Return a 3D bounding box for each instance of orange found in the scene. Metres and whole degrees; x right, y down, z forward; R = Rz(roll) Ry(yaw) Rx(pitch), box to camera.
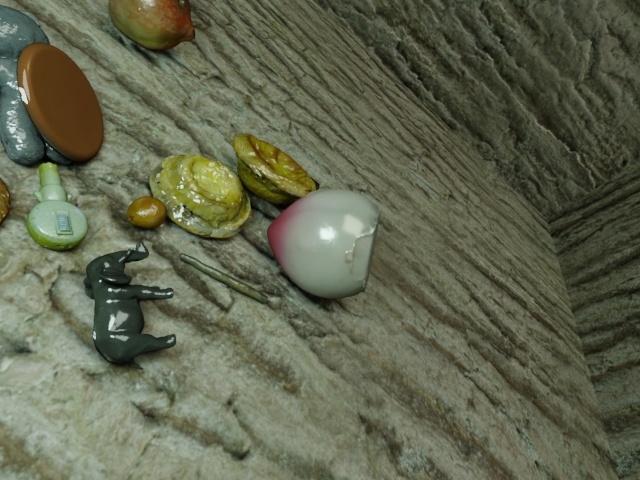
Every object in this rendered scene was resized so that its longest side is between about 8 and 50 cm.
[{"bbox_3d":[-0.384,-0.061,0.999,0.085,0.085,0.085,27,42,-27],"label":"orange"}]

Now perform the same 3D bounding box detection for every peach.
[{"bbox_3d":[-0.483,-0.679,1.325,0.257,0.232,0.232,22,43,-16],"label":"peach"}]

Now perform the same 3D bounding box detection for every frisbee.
[{"bbox_3d":[-0.542,-0.292,0.961,0.251,0.021,0.250,-12,90,-83],"label":"frisbee"}]

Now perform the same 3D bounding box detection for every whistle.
[{"bbox_3d":[-0.520,-0.072,0.886,0.104,0.057,0.198,3,57,-45],"label":"whistle"}]

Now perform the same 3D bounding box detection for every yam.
[{"bbox_3d":[-0.227,0.093,1.066,0.234,0.029,0.027,31,-2,-21],"label":"yam"}]

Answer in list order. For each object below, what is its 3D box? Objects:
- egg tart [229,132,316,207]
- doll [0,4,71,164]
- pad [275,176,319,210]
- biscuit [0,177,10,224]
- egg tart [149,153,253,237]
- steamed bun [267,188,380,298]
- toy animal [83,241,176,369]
[{"bbox_3d":[-0.143,-0.188,1.284,0.295,0.116,0.295,36,19,-14],"label":"egg tart"},{"bbox_3d":[-0.641,-0.312,0.931,0.246,0.158,0.340,-33,112,-63],"label":"doll"},{"bbox_3d":[-0.075,-0.156,1.455,0.158,0.003,0.235,32,39,-21],"label":"pad"},{"bbox_3d":[-0.651,-0.076,0.783,0.188,0.027,0.187,25,43,-26],"label":"biscuit"},{"bbox_3d":[-0.288,-0.129,1.141,0.279,0.095,0.278,26,41,-26],"label":"egg tart"},{"bbox_3d":[0.000,0.000,1.186,0.309,0.309,0.309,27,42,-27],"label":"steamed bun"},{"bbox_3d":[-0.355,0.113,0.842,0.146,0.114,0.245,6,54,-43],"label":"toy animal"}]
